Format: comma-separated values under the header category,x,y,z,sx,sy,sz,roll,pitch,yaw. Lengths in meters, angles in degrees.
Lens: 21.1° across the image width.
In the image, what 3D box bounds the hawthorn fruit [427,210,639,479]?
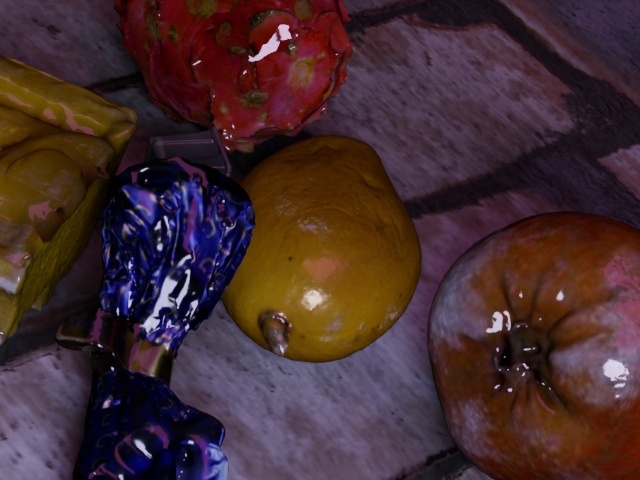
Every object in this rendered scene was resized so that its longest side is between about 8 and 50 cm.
category,x,y,z,sx,sy,sz,roll,pitch,yaw
hawthorn fruit,0.221,0.096,1.382,0.262,0.231,0.235,6,52,-17

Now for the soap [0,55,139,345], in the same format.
category,x,y,z,sx,sy,sz,roll,pitch,yaw
soap,-0.312,-0.061,1.335,0.281,0.143,0.259,27,33,1

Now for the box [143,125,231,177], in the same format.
category,x,y,z,sx,sy,sz,roll,pitch,yaw
box,-0.119,-0.050,1.484,0.063,0.085,0.060,0,44,-22

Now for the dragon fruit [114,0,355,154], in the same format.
category,x,y,z,sx,sy,sz,roll,pitch,yaw
dragon fruit,-0.093,-0.205,1.594,0.268,0.205,0.210,31,39,22

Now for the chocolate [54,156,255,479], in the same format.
category,x,y,z,sx,sy,sz,roll,pitch,yaw
chocolate,-0.128,0.104,1.264,0.148,0.126,0.343,21,52,-24

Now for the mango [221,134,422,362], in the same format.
category,x,y,z,sx,sy,sz,roll,pitch,yaw
mango,0.000,0.000,1.462,0.176,0.119,0.317,10,35,1
